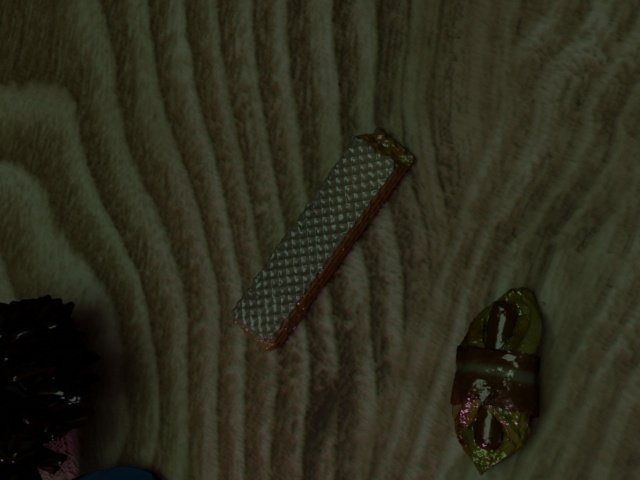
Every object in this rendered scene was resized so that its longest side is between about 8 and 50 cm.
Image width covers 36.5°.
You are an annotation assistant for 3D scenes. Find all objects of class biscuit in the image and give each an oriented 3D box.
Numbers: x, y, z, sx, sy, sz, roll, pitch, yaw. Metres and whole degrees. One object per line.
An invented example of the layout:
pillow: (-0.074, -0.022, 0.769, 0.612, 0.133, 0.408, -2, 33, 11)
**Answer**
biscuit: (0.000, 0.000, 1.486, 0.094, 0.054, 0.378, 42, 103, 24)

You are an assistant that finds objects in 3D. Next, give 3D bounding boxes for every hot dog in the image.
hot dog: (0.237, 0.192, 1.322, 0.123, 0.093, 0.261, 2, 85, 27)

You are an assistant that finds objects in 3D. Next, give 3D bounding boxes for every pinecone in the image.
pinecone: (-0.538, 0.263, 1.551, 0.398, 0.398, 0.397, -3, 83, 27)

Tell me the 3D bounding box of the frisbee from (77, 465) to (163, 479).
frisbee: (-0.324, 0.476, 1.539, 0.242, 0.045, 0.242, 2, 66, -4)

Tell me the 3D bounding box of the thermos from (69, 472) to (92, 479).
thermos: (-0.361, 0.504, 1.596, 0.124, 0.099, 0.232, -35, 69, 8)
